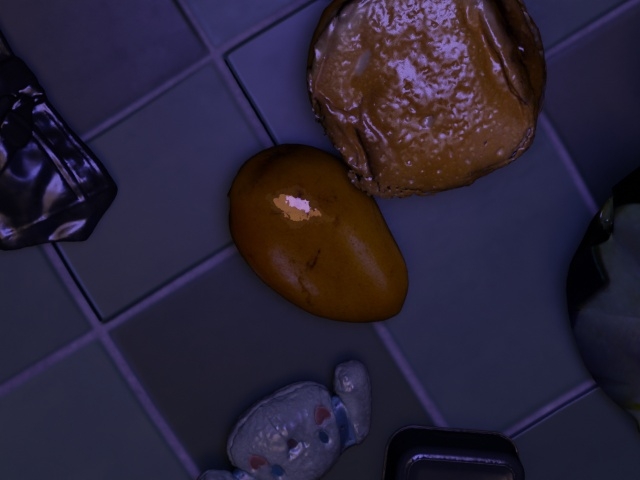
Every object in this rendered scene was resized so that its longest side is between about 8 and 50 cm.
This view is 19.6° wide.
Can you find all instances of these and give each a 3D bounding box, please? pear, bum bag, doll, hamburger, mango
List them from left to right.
[{"bbox_3d":[-0.332,-0.121,1.858,0.137,0.074,0.310,-36,98,-8],"label":"bum bag"},{"bbox_3d":[-0.031,0.204,1.913,0.214,0.071,0.103,-36,109,-7],"label":"doll"},{"bbox_3d":[0.000,0.000,1.865,0.145,0.112,0.219,-40,100,17],"label":"mango"},{"bbox_3d":[0.107,-0.163,1.833,0.244,0.163,0.244,0,104,0],"label":"hamburger"},{"bbox_3d":[0.440,0.062,1.807,0.165,0.399,0.398,-36,99,-35],"label":"pear"}]

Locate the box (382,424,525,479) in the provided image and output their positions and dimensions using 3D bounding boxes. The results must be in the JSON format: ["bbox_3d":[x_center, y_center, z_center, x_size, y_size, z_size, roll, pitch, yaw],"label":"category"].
[{"bbox_3d":[0.134,0.300,1.922,0.145,0.090,0.201,6,96,-4],"label":"box"}]
